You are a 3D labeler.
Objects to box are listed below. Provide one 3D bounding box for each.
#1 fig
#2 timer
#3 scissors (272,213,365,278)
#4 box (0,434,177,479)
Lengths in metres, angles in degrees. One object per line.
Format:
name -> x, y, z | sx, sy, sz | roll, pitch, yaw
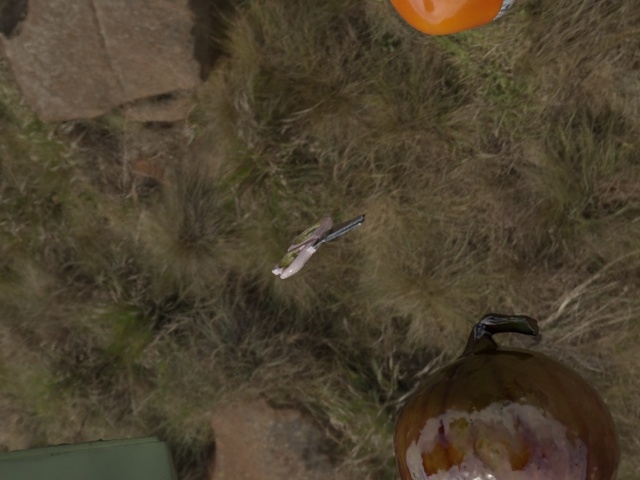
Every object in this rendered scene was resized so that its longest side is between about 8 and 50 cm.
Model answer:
fig -> 0.198, 0.213, 0.677 | 0.214, 0.235, 0.235 | 57, 138, 36
timer -> 0.084, -0.223, 0.483 | 0.136, 0.136, 0.099 | 48, 172, 0
scissors -> 0.000, 0.000, 1.155 | 0.024, 0.160, 0.317 | 42, 153, -13
box -> -0.258, 0.285, 0.538 | 0.291, 0.221, 0.166 | -34, 59, 38
